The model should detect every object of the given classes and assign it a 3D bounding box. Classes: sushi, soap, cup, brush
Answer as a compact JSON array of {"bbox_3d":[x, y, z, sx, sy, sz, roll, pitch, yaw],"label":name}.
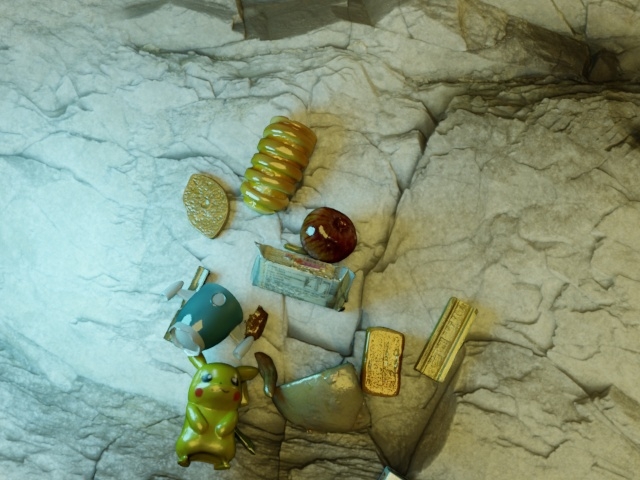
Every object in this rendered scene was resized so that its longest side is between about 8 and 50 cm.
[{"bbox_3d":[-0.199,0.254,1.614,0.060,0.061,0.118,18,61,12],"label":"sushi"},{"bbox_3d":[0.379,0.298,1.611,0.092,0.037,0.252,29,81,4],"label":"soap"},{"bbox_3d":[-0.332,0.234,1.524,0.299,0.167,0.173,37,47,7],"label":"cup"},{"bbox_3d":[-0.404,0.196,1.635,0.043,0.036,0.248,25,88,9],"label":"brush"}]

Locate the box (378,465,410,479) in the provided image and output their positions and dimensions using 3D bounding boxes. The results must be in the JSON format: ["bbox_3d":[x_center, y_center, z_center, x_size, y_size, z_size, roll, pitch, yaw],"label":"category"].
[{"bbox_3d":[0.270,0.774,1.511,0.269,0.079,0.135,31,83,5],"label":"box"}]

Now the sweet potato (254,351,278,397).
[{"bbox_3d":[-0.150,0.390,1.553,0.053,0.182,0.054,-11,121,-12],"label":"sweet potato"}]

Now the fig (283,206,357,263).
[{"bbox_3d":[0.008,0.002,1.619,0.175,0.207,0.175,19,48,-22],"label":"fig"}]

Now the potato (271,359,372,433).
[{"bbox_3d":[-0.003,0.472,1.506,0.264,0.189,0.211,-16,81,-2],"label":"potato"}]

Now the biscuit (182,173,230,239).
[{"bbox_3d":[-0.357,-0.112,1.685,0.142,0.029,0.221,-22,81,-2],"label":"biscuit"}]

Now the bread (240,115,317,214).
[{"bbox_3d":[-0.133,-0.229,1.658,0.173,0.121,0.311,22,82,3],"label":"bread"}]

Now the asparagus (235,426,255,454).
[{"bbox_3d":[-0.268,0.536,1.578,0.034,0.027,0.236,-43,81,9],"label":"asparagus"}]

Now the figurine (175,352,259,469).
[{"bbox_3d":[-0.289,0.467,1.498,0.218,0.169,0.327,15,72,-18],"label":"figurine"}]

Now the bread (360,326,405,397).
[{"bbox_3d":[0.181,0.356,1.582,0.116,0.077,0.200,7,82,0],"label":"bread"}]

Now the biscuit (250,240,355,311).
[{"bbox_3d":[-0.060,0.114,1.584,0.309,0.186,0.079,14,43,2],"label":"biscuit"}]
